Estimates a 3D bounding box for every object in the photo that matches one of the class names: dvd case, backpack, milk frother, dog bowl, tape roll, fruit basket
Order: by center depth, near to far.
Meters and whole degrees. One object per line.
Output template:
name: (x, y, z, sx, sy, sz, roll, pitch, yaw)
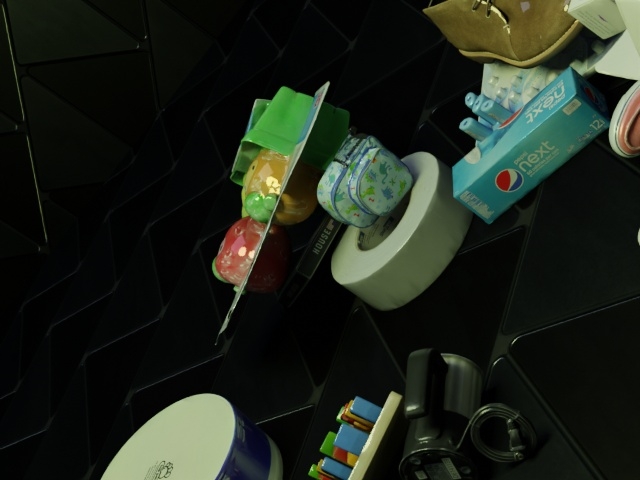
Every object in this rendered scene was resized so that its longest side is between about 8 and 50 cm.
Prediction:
milk frother: (0.159, 0.184, 1.359, 0.143, 0.129, 0.135, 1, 44, 11)
backpack: (0.058, -0.075, 1.714, 0.114, 0.105, 0.084, -54, 35, -6)
dog bowl: (-0.184, 0.340, 1.725, 0.265, 0.104, 0.265, -32, 29, 20)
tape roll: (0.111, -0.014, 1.754, 0.219, 0.072, 0.219, -45, 23, 25)
fruit basket: (-0.087, -0.035, 1.851, 0.353, 0.165, 0.327, -63, 2, -14)
dvd case: (0.000, 0.000, 1.912, 0.179, 0.029, 0.239, -60, 2, -15)

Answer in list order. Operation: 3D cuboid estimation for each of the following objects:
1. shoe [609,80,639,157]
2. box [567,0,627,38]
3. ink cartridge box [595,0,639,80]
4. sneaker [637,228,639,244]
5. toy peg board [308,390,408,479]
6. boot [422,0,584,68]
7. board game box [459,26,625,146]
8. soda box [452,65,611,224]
shoe: (0.394, -0.163, 1.403, 0.178, 0.063, 0.081, -50, 17, 0)
box: (0.376, -0.393, 1.519, 0.063, 0.067, 0.324, -18, 46, 58)
ink cartridge box: (0.427, -0.241, 1.194, 0.353, 0.119, 0.207, 18, 60, 48)
sneaker: (0.371, -0.093, 1.277, 0.232, 0.115, 0.090, -58, 22, -9)
toy peg board: (0.027, 0.246, 1.419, 0.161, 0.079, 0.161, -63, -15, -16)
boot: (0.234, -0.293, 1.634, 0.112, 0.115, 0.305, -62, 24, -10)
board game box: (0.338, -0.359, 1.706, 0.390, 0.050, 0.390, -38, 31, 44)
soda box: (0.261, -0.118, 1.605, 0.210, 0.067, 0.071, -41, 25, 29)
